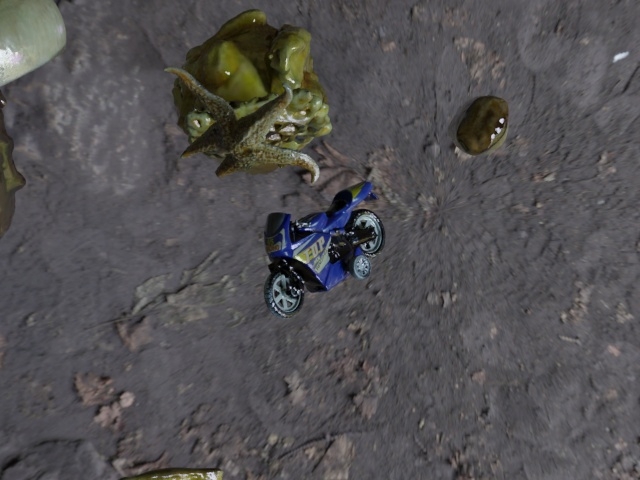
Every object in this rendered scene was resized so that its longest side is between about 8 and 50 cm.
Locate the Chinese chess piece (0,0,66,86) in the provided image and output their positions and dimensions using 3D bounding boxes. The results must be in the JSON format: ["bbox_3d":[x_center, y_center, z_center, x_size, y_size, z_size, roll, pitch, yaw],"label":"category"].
[{"bbox_3d":[-0.428,-0.239,1.139,0.238,0.237,0.092,-21,114,8],"label":"Chinese chess piece"}]

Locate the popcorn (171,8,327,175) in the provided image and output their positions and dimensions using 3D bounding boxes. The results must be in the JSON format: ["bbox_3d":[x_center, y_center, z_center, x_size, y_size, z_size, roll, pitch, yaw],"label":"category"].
[{"bbox_3d":[-0.126,-0.264,1.655,0.279,0.335,0.274,-1,83,14],"label":"popcorn"}]

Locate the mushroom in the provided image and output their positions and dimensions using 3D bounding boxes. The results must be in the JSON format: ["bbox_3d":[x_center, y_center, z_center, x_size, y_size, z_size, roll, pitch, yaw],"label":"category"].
[{"bbox_3d":[0.261,-0.190,1.518,0.081,0.312,0.100,40,100,-2],"label":"mushroom"}]

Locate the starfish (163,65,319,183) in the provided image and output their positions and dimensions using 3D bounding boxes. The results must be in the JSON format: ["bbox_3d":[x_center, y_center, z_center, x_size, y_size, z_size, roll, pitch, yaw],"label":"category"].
[{"bbox_3d":[-0.098,-0.127,1.076,0.217,0.050,0.223,43,140,-11],"label":"starfish"}]

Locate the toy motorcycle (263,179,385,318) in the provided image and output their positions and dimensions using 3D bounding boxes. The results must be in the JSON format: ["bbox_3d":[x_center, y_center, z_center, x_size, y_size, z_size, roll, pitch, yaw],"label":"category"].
[{"bbox_3d":[0.000,0.000,1.553,0.113,0.315,0.168,-11,108,47],"label":"toy motorcycle"}]

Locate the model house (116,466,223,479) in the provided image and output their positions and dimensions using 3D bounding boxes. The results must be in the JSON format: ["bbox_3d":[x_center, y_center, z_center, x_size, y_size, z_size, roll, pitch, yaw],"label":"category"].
[{"bbox_3d":[-0.232,0.487,1.410,0.174,0.194,0.234,-51,49,39],"label":"model house"}]

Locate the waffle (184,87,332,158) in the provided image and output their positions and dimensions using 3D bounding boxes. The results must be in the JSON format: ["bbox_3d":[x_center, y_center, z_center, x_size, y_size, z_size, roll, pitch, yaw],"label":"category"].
[{"bbox_3d":[-0.094,-0.170,1.401,0.224,0.204,0.054,-10,83,6],"label":"waffle"}]

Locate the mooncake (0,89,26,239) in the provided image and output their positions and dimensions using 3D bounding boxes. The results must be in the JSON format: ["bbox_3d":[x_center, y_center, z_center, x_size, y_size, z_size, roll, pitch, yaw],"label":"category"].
[{"bbox_3d":[-0.307,-0.076,0.671,0.124,0.228,0.228,-25,88,-32],"label":"mooncake"}]
